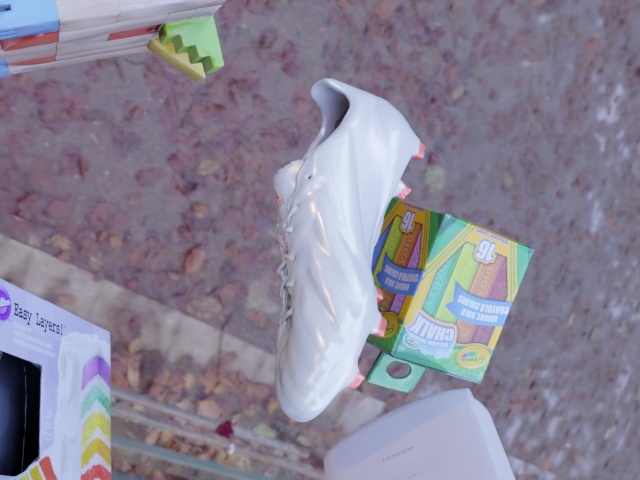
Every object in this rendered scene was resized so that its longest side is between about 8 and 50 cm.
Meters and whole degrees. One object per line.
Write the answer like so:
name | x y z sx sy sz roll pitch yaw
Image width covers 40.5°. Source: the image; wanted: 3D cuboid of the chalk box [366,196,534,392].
chalk box | 0.165 0.102 1.345 0.180 0.179 0.289 18 94 -27

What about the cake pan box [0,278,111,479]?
cake pan box | -0.285 0.179 0.832 0.267 0.070 0.246 57 24 -66

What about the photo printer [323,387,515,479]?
photo printer | 0.129 0.331 1.155 0.256 0.307 0.107 -26 111 9

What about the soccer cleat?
soccer cleat | 0.000 0.000 0.469 0.076 0.068 0.196 30 58 -22

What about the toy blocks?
toy blocks | -0.244 -0.228 0.810 0.261 0.381 0.191 -14 98 -17
